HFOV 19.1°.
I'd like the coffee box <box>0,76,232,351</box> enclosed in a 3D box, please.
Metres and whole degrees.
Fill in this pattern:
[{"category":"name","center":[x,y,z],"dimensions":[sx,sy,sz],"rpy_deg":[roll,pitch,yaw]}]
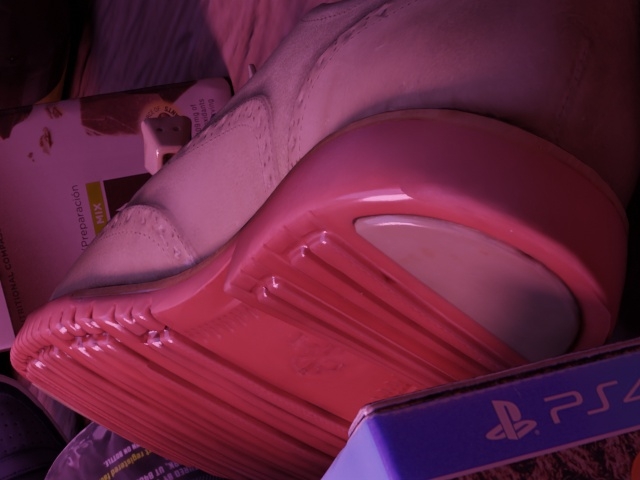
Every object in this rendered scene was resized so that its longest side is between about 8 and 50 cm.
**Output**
[{"category":"coffee box","center":[-0.200,0.004,0.963],"dimensions":[0.168,0.297,0.118],"rpy_deg":[-10,92,66]}]

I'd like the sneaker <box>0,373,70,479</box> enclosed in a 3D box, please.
[{"category":"sneaker","center":[-0.173,0.224,1.246],"dimensions":[0.153,0.099,0.282],"rpy_deg":[180,72,-71]}]

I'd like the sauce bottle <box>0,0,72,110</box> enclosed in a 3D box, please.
[{"category":"sauce bottle","center":[-0.208,-0.109,1.170],"dimensions":[0.111,0.111,0.344],"rpy_deg":[65,152,28]}]

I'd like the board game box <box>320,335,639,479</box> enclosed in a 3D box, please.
[{"category":"board game box","center":[0.092,0.211,0.593],"dimensions":[0.291,0.141,0.232],"rpy_deg":[68,154,23]}]

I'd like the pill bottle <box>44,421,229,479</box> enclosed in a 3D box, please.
[{"category":"pill bottle","center":[-0.032,0.194,0.880],"dimensions":[0.130,0.130,0.245],"rpy_deg":[105,146,-45]}]

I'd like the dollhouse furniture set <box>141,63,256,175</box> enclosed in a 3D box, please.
[{"category":"dollhouse furniture set","center":[-0.038,-0.021,0.877],"dimensions":[0.081,0.091,0.114],"rpy_deg":[-107,16,-53]}]

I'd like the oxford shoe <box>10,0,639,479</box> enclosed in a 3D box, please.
[{"category":"oxford shoe","center":[0.000,0.000,0.732],"dimensions":[0.397,0.140,0.146],"rpy_deg":[-24,40,57]}]
